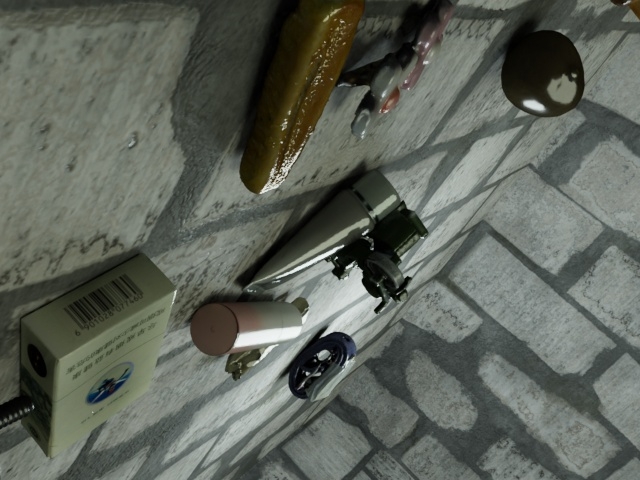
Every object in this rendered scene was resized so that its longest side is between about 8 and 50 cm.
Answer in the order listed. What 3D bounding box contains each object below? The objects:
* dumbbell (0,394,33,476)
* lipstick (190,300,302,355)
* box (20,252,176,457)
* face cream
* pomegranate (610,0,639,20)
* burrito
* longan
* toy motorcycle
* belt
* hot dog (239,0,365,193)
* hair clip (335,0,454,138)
[{"bbox_3d":[-0.385,0.204,0.575,0.325,0.143,0.143,-25,154,-54],"label":"dumbbell"},{"bbox_3d":[-0.123,0.154,1.258,0.087,0.087,0.327,-49,164,8],"label":"lipstick"},{"bbox_3d":[-0.279,0.147,0.857,0.164,0.069,0.256,-33,159,-40],"label":"box"},{"bbox_3d":[0.000,0.000,1.219,0.314,0.089,0.143,-40,171,-2],"label":"face cream"},{"bbox_3d":[0.610,-0.483,1.039,0.417,0.417,0.416,-42,164,-15],"label":"pomegranate"},{"bbox_3d":[-0.118,0.207,1.460,0.226,0.060,0.087,-39,162,-29],"label":"burrito"},{"bbox_3d":[0.451,-0.337,1.406,0.189,0.189,0.189,-42,164,-15],"label":"longan"},{"bbox_3d":[0.114,0.007,1.304,0.205,0.275,0.127,-42,121,-13],"label":"toy motorcycle"},{"bbox_3d":[0.004,0.376,2.064,0.230,0.139,0.126,-48,166,14],"label":"belt"},{"bbox_3d":[-0.032,-0.157,0.759,0.088,0.061,0.286,-27,157,-42],"label":"hot dog"},{"bbox_3d":[0.104,-0.233,0.933,0.257,0.075,0.146,-43,160,-31],"label":"hair clip"}]
